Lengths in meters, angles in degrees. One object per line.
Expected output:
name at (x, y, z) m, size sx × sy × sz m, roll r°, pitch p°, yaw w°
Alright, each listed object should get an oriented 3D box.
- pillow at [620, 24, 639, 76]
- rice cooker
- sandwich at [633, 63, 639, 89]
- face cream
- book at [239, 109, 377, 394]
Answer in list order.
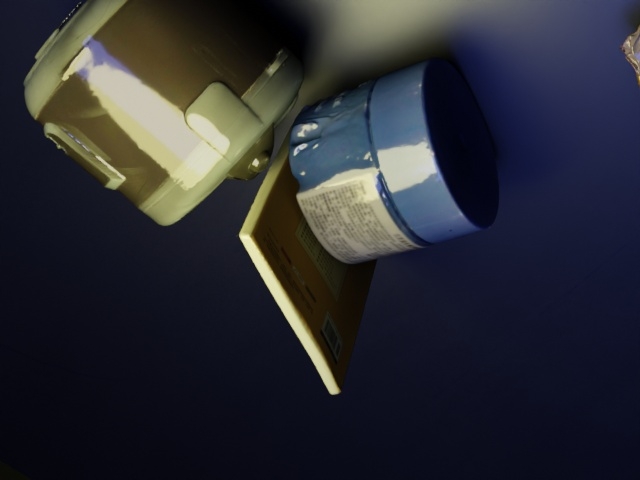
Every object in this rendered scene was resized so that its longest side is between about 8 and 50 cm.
pillow at (0.493, -0.187, 1.227) m, size 0.135 × 0.049 × 0.248 m, roll -35°, pitch 91°, yaw 30°
rice cooker at (-0.209, -0.203, 1.381) m, size 0.325 × 0.335 × 0.335 m, roll 42°, pitch 125°, yaw -13°
sandwich at (0.554, -0.165, 1.294) m, size 0.251 × 0.087 × 0.226 m, roll -6°, pitch 122°, yaw 22°
face cream at (0.102, -0.106, 1.382) m, size 0.225 × 0.249 × 0.249 m, roll -17°, pitch 116°, yaw 27°
book at (0.000, 0.000, 1.402) m, size 0.032 × 0.389 × 0.269 m, roll -19°, pitch 114°, yaw 22°
